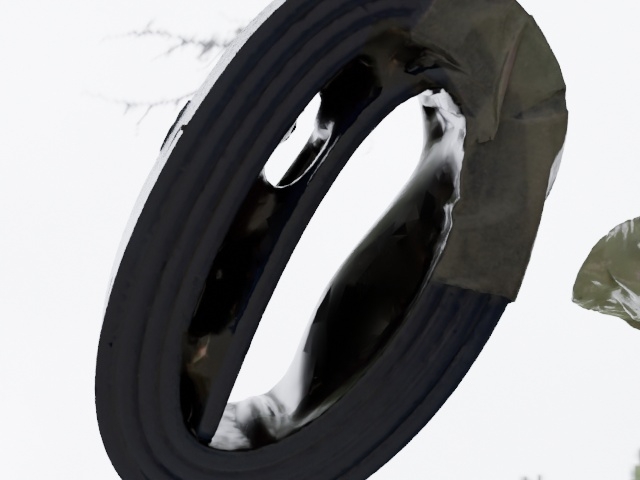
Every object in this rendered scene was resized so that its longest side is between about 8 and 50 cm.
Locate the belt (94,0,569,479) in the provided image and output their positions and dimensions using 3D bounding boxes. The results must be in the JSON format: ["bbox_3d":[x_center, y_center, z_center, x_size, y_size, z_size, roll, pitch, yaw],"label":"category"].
[{"bbox_3d":[0.000,0.000,0.832,0.212,0.117,0.347,30,-86,-9],"label":"belt"}]

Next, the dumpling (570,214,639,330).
[{"bbox_3d":[0.278,0.025,1.228,0.134,0.169,0.100,-12,-102,4],"label":"dumpling"}]
